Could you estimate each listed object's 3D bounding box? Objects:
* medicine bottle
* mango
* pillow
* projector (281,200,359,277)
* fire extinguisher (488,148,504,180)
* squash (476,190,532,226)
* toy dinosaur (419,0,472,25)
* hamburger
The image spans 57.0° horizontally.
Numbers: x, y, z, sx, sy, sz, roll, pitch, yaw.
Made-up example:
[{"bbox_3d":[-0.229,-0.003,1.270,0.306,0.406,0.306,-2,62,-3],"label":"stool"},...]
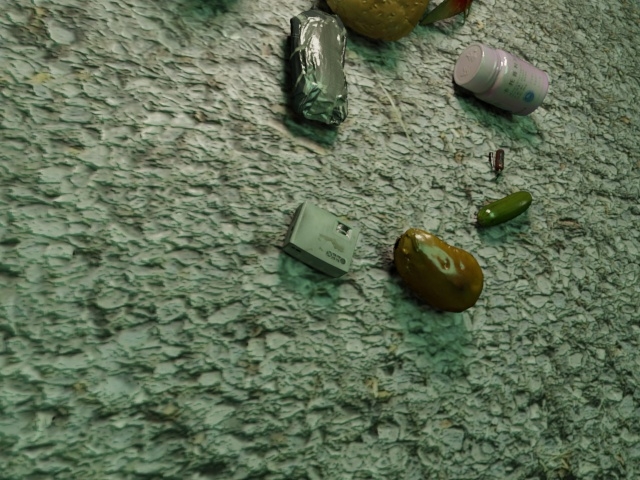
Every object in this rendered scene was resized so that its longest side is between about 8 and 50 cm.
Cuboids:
[{"bbox_3d":[0.528,-0.472,1.729,0.255,0.152,0.151,14,65,-26],"label":"medicine bottle"},{"bbox_3d":[0.276,0.067,1.371,0.249,0.151,0.156,43,90,-14],"label":"mango"},{"bbox_3d":[-0.002,-0.433,1.433,0.162,0.093,0.334,12,65,-33],"label":"pillow"},{"bbox_3d":[0.000,0.000,1.287,0.147,0.061,0.115,29,61,-19],"label":"projector"},{"bbox_3d":[0.505,-0.225,1.693,0.046,0.032,0.100,36,51,-27],"label":"fire extinguisher"},{"bbox_3d":[0.522,-0.092,1.631,0.252,0.066,0.066,-23,84,-35],"label":"squash"},{"bbox_3d":[0.409,-0.757,1.797,0.207,0.113,0.327,36,73,-59],"label":"toy dinosaur"},{"bbox_3d":[0.149,-0.664,1.523,0.283,0.259,0.144,18,27,-6],"label":"hamburger"}]
